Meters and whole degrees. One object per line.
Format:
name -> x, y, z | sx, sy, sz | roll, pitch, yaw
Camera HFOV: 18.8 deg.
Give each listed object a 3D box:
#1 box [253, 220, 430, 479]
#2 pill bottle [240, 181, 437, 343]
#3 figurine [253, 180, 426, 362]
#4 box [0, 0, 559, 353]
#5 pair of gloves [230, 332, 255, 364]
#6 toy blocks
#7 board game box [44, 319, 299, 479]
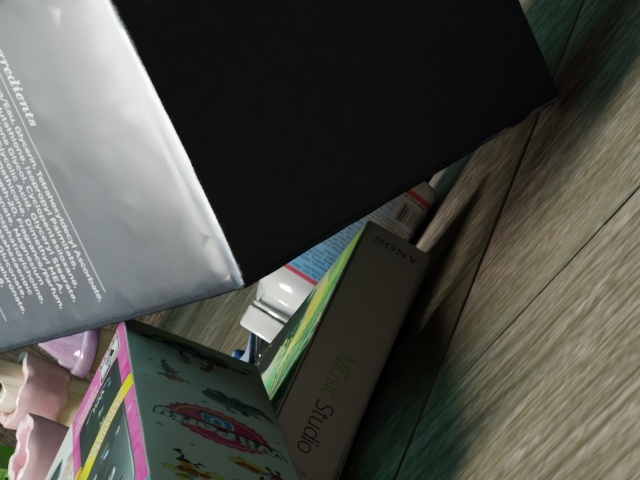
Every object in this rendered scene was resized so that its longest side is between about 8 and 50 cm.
box -> -0.052, 0.158, 1.302 | 0.322, 0.058, 0.232 | -50, 10, 44
pill bottle -> 0.010, 0.010, 1.421 | 0.160, 0.087, 0.087 | -58, 6, -3
figurine -> 0.000, 0.000, 1.618 | 0.209, 0.092, 0.215 | -61, 4, 6
box -> -0.103, -0.090, 1.254 | 0.293, 0.212, 0.395 | -31, 9, -38
pair of gloves -> -0.116, 0.179, 1.932 | 0.198, 0.023, 0.159 | -58, 6, 2
toy blocks -> -0.305, 0.204, 1.648 | 0.309, 0.260, 0.288 | -110, 38, -61
board game box -> -0.105, 0.191, 1.047 | 0.224, 0.097, 0.303 | -65, 14, 8
